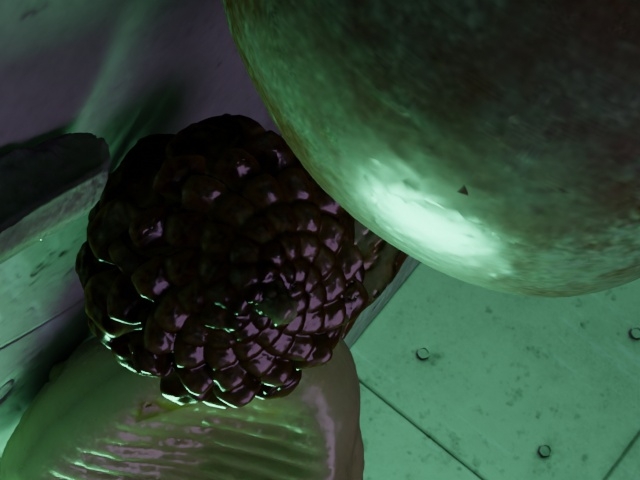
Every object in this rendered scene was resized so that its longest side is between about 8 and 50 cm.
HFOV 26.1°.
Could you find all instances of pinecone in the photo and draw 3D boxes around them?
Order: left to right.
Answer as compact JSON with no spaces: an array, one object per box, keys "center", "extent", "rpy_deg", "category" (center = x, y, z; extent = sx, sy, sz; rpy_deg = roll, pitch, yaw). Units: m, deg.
[{"center":[-0.057,0.011,0.763],"extent":[0.173,0.174,0.173],"rpy_deg":[-50,171,-11],"category":"pinecone"}]

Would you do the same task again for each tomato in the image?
[{"center":[0.109,-0.132,0.568],"extent":[0.316,0.283,0.316],"rpy_deg":[-58,-176,6],"category":"tomato"}]

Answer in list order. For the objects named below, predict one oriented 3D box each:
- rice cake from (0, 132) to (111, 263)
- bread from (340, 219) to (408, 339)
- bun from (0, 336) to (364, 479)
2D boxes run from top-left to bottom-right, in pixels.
[{"center":[-0.157,0.002,0.592],"extent":[0.047,0.036,0.207],"rpy_deg":[-43,179,38],"category":"rice cake"},{"center":[0.000,0.000,1.120],"extent":[0.232,0.128,0.088],"rpy_deg":[-52,-163,-3],"category":"bread"},{"center":[-0.086,0.143,0.964],"extent":[0.259,0.259,0.160],"rpy_deg":[-53,-157,10],"category":"bun"}]
